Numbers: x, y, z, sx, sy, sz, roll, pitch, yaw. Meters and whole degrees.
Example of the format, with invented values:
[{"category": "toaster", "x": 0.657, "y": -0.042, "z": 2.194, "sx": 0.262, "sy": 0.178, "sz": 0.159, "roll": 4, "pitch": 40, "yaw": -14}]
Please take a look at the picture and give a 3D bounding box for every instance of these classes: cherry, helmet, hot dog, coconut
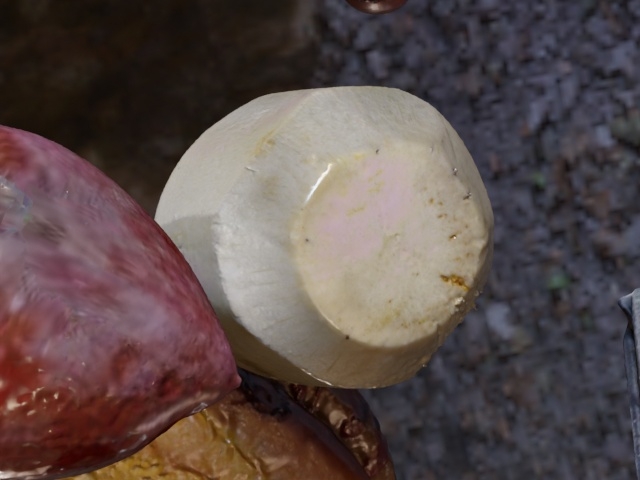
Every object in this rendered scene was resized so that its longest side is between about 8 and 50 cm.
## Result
[{"category": "cherry", "x": -0.162, "y": 0.042, "z": 0.926, "sx": 0.192, "sy": 0.250, "sz": 0.175, "roll": -80, "pitch": 5, "yaw": -50}, {"category": "helmet", "x": 0.052, "y": -0.213, "z": 1.474, "sx": 0.084, "sy": 0.065, "sz": 0.049, "roll": 19, "pitch": 152, "yaw": 22}, {"category": "hot dog", "x": -0.102, "y": 0.159, "z": 1.433, "sx": 0.223, "sy": 0.405, "sz": 0.185, "roll": -60, "pitch": 14, "yaw": 7}, {"category": "coconut", "x": 0.002, "y": -0.003, "z": 1.260, "sx": 0.241, "sy": 0.241, "sz": 0.241, "roll": 169, "pitch": 90, "yaw": -73}]

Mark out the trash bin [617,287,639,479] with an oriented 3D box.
[{"category": "trash bin", "x": 0.406, "y": 0.119, "z": 1.172, "sx": 0.255, "sy": 0.368, "sz": 0.296, "roll": 57, "pitch": -156, "yaw": -31}]
